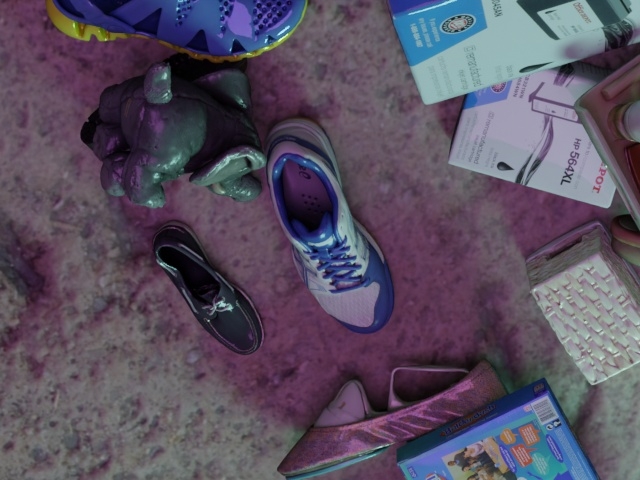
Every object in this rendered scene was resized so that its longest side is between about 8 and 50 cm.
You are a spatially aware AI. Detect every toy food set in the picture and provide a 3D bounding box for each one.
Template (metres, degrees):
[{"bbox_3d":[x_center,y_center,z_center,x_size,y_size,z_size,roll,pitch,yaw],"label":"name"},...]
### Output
[{"bbox_3d":[0.453,-0.135,1.851,0.306,0.092,0.219,-35,104,-16],"label":"toy food set"}]

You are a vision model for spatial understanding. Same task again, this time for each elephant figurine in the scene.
[{"bbox_3d":[-0.132,-0.122,1.900,0.239,0.186,0.169,0,98,-32],"label":"elephant figurine"}]

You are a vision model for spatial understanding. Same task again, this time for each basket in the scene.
[{"bbox_3d":[0.339,0.079,1.994,0.113,0.103,0.167,-30,105,16],"label":"basket"}]

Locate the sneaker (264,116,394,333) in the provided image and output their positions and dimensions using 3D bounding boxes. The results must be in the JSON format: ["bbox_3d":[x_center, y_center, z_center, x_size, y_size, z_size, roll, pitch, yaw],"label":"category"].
[{"bbox_3d":[0.000,0.000,1.989,0.112,0.131,0.296,-23,107,12],"label":"sneaker"}]

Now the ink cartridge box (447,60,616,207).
[{"bbox_3d":[0.269,-0.142,1.931,0.203,0.086,0.148,15,110,2],"label":"ink cartridge box"}]

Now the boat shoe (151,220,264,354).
[{"bbox_3d":[-0.147,0.071,2.064,0.075,0.065,0.206,-32,104,16],"label":"boat shoe"}]

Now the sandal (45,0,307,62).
[{"bbox_3d":[-0.174,-0.285,1.887,0.317,0.138,0.126,1,78,3],"label":"sandal"}]

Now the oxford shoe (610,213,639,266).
[{"bbox_3d":[0.501,0.071,1.965,0.348,0.123,0.130,21,113,-2],"label":"oxford shoe"}]

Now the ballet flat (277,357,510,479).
[{"bbox_3d":[0.086,0.221,2.086,0.316,0.107,0.106,-16,91,5],"label":"ballet flat"}]

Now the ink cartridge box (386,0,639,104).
[{"bbox_3d":[0.263,-0.312,1.731,0.395,0.285,0.166,-16,74,7],"label":"ink cartridge box"}]

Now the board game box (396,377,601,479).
[{"bbox_3d":[0.223,0.287,2.017,0.210,0.047,0.160,-27,105,9],"label":"board game box"}]

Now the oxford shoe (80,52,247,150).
[{"bbox_3d":[-0.177,-0.164,1.987,0.227,0.083,0.096,-31,129,12],"label":"oxford shoe"}]
